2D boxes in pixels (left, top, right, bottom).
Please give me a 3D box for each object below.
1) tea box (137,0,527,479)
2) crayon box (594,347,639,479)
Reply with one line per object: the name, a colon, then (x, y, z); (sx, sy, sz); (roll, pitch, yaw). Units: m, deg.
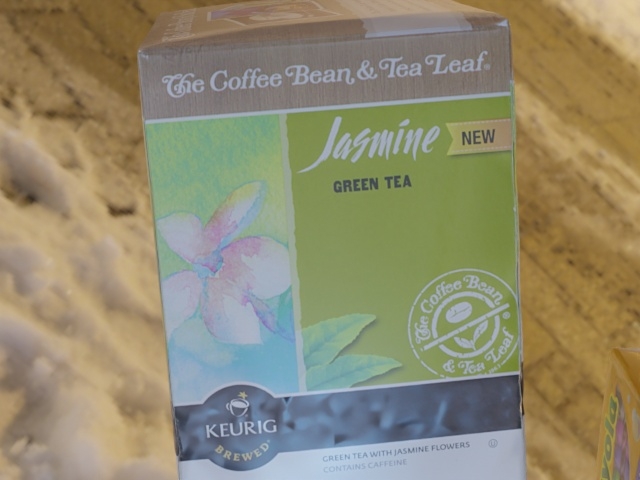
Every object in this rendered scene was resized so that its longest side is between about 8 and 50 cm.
tea box: (0.000, 0.000, 0.889); (0.220, 0.324, 0.329); (-6, 15, -3)
crayon box: (0.284, 0.220, 1.016); (0.083, 0.203, 0.323); (1, 18, -2)
